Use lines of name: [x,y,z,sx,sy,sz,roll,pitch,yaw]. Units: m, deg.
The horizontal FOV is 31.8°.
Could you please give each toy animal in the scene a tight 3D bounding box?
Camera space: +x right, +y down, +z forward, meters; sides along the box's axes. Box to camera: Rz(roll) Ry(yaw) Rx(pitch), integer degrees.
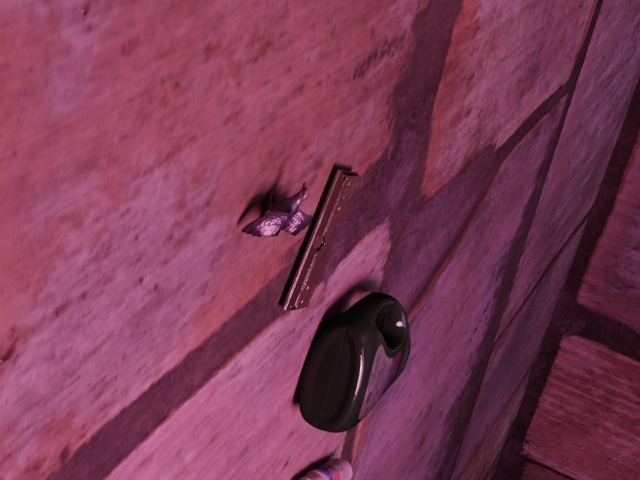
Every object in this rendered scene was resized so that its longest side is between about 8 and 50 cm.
toy animal: [-0.027,-0.023,0.835,0.084,0.028,0.050,-8,122,-65]

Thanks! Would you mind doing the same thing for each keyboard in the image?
keyboard: [0.000,0.000,0.961,0.129,0.015,0.049,-69,166,8]

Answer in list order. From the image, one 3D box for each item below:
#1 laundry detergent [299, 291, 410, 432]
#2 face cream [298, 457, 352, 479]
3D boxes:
laundry detergent: [0.051,0.115,1.164,0.211,0.063,0.137,-20,125,-65]
face cream: [0.000,0.271,1.258,0.034,0.034,0.130,-68,161,8]
